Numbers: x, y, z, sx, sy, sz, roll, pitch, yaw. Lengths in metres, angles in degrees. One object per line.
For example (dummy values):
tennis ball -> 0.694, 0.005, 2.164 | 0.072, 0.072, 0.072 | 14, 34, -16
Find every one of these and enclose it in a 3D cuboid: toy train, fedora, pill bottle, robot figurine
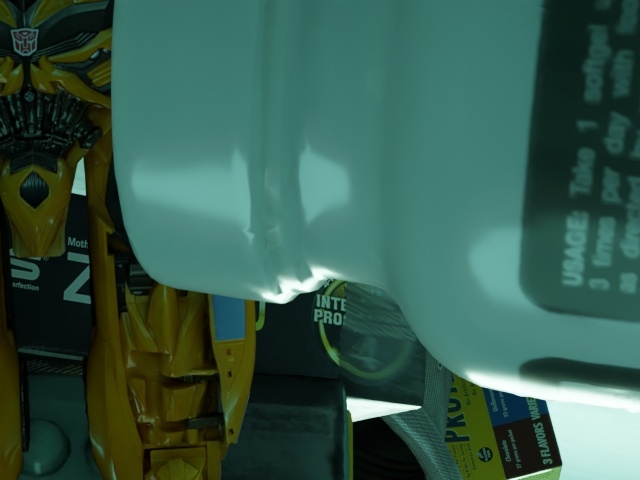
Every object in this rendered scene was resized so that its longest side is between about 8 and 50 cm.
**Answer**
toy train -> -0.132, 0.132, 0.934 | 0.334, 0.142, 0.190 | 6, 151, -6
fedora -> 0.020, 0.100, 1.435 | 0.244, 0.124, 0.275 | -4, 135, 50
pill bottle -> 0.136, -0.049, 0.548 | 0.363, 0.210, 0.210 | 7, 168, 10
robot figurine -> -0.114, -0.005, 0.778 | 0.211, 0.291, 0.085 | -3, -165, -5

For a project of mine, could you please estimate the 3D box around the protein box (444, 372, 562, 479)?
protein box -> 0.097, 0.166, 1.626 | 0.200, 0.136, 0.201 | -15, 166, 3

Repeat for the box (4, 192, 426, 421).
box -> -0.176, 0.063, 1.090 | 0.318, 0.097, 0.395 | 13, 162, -30
